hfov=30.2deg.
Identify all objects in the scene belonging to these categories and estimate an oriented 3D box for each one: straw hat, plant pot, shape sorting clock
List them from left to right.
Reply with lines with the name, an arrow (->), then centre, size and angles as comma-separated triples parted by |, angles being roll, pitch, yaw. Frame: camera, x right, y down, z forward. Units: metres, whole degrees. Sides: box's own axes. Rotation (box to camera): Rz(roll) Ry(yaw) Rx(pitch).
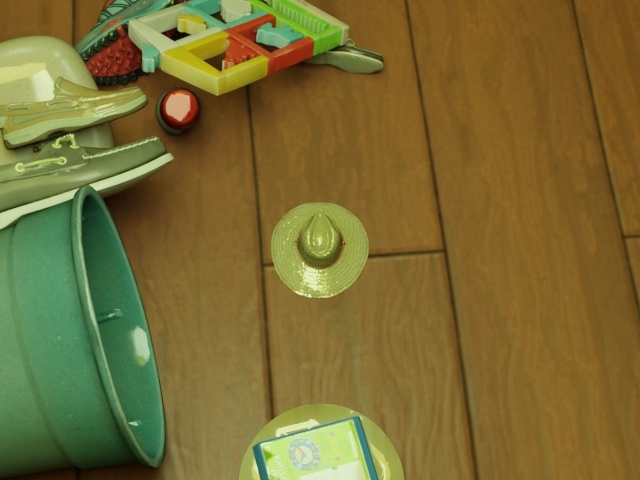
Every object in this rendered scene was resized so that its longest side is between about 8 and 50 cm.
plant pot -> -0.388, 0.141, 1.388 | 0.334, 0.341, 0.341 | -15, 67, -1
straw hat -> 0.000, 0.000, 1.595 | 0.145, 0.061, 0.144 | 0, 66, -1
shape sorting clock -> 0.001, 0.305, 1.467 | 0.206, 0.040, 0.206 | 1, 69, -2

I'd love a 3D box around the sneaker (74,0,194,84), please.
sneaker -> -0.268, -0.328, 1.733 | 0.125, 0.104, 0.262 | 34, 64, 32

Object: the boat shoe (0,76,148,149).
boat shoe -> -0.316, -0.173, 1.499 | 0.190, 0.068, 0.072 | -17, 98, -6

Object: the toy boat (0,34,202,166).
toy boat -> -0.315, -0.153, 1.612 | 0.318, 0.148, 0.267 | -11, 96, -7

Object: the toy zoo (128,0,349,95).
toy zoo -> -0.129, -0.284, 1.654 | 0.192, 0.030, 0.293 | 35, 46, 31

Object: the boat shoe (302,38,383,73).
boat shoe -> 0.027, -0.277, 1.730 | 0.137, 0.049, 0.043 | 11, 64, 9

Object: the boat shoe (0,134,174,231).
boat shoe -> -0.336, -0.079, 1.484 | 0.305, 0.109, 0.091 | -21, 89, -10
